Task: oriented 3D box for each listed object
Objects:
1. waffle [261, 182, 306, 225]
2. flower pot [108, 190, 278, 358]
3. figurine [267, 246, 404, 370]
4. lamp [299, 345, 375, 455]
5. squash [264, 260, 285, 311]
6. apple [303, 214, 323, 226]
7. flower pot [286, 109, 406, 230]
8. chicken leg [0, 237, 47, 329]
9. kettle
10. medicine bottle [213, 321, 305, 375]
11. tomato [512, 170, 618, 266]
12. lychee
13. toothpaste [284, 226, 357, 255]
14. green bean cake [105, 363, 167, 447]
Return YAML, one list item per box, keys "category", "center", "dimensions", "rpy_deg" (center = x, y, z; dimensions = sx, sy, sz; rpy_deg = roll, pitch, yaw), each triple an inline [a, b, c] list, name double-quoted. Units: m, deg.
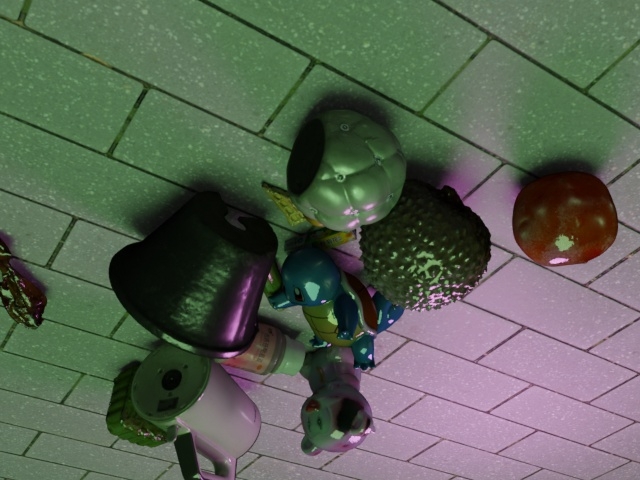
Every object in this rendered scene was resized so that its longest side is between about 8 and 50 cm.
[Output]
- category: "waffle"
  center: [-0.060, -0.096, 1.658]
  dimensions: [0.098, 0.023, 0.152]
  rpy_deg: [-21, 134, 18]
- category: "flower pot"
  center: [-0.249, 0.056, 1.624]
  dimensions: [0.380, 0.379, 0.251]
  rpy_deg: [26, 114, -28]
- category: "figurine"
  center: [0.050, 0.183, 1.800]
  dimensions: [0.416, 0.298, 0.242]
  rpy_deg: [28, 93, -41]
- category: "lamp"
  center: [0.055, 0.468, 2.088]
  dimensions: [0.247, 0.301, 0.247]
  rpy_deg: [-29, 132, 28]
- category: "squash"
  center: [-0.128, 0.099, 1.845]
  dimensions: [0.066, 0.066, 0.228]
  rpy_deg: [-9, 137, 9]
- category: "apple"
  center: [0.011, -0.083, 1.614]
  dimensions: [0.114, 0.101, 0.099]
  rpy_deg: [1, 143, 0]
- category: "flower pot"
  center: [0.053, -0.139, 1.457]
  dimensions: [0.195, 0.246, 0.246]
  rpy_deg: [17, 135, -27]
- category: "chicken leg"
  center: [-0.765, 0.102, 1.814]
  dimensions: [0.113, 0.093, 0.304]
  rpy_deg: [11, 135, 13]
- category: "kettle"
  center: [-0.340, 0.523, 2.082]
  dimensions: [0.250, 0.361, 0.376]
  rpy_deg: [-18, 139, 12]
- category: "medicine bottle"
  center: [-0.172, 0.299, 2.012]
  dimensions: [0.247, 0.147, 0.147]
  rpy_deg: [19, 134, -22]
- category: "tomato"
  center: [0.533, -0.051, 1.590]
  dimensions: [0.232, 0.232, 0.188]
  rpy_deg: [-14, 115, 13]
- category: "lychee"
  center: [0.220, 0.007, 1.587]
  dimensions: [0.300, 0.299, 0.300]
  rpy_deg: [-1, 138, -1]
- category: "toothpaste"
  center: [0.000, 0.000, 1.759]
  dimensions: [0.179, 0.037, 0.043]
  rpy_deg: [-19, 137, 18]
- category: "green bean cake"
  center: [-0.529, 0.501, 2.178]
  dimensions: [0.113, 0.214, 0.200]
  rpy_deg: [-26, 134, 34]
